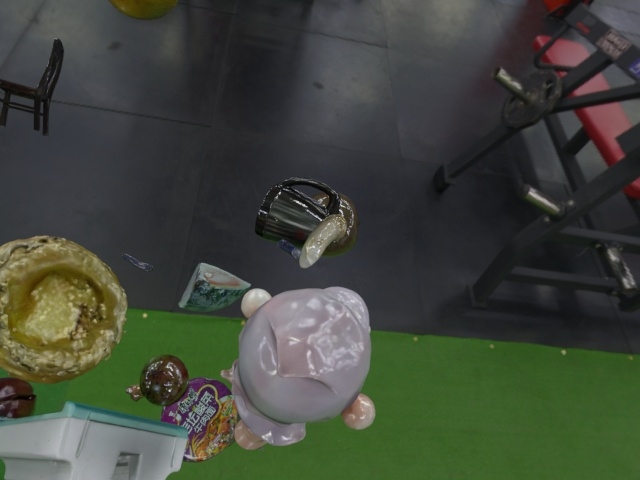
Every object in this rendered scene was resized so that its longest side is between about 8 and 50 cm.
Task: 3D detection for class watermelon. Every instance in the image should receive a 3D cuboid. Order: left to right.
[{"bbox_3d":[-0.425,0.172,1.742,0.290,0.319,0.213,-8,63,-23],"label":"watermelon"}]

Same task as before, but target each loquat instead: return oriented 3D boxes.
[{"bbox_3d":[-0.514,-0.729,1.167,0.246,0.213,0.213,16,46,-49],"label":"loquat"}]

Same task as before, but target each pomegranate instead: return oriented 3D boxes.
[{"bbox_3d":[-0.370,0.334,1.006,0.131,0.130,0.130,7,56,-10],"label":"pomegranate"}]

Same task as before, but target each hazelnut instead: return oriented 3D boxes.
[{"bbox_3d":[-1.075,0.571,1.426,0.218,0.218,0.233,24,73,1],"label":"hazelnut"}]

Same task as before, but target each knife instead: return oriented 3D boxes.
[{"bbox_3d":[-0.678,0.081,1.592,0.121,0.018,0.031,37,64,-28],"label":"knife"}]

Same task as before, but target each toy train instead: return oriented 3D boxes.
[{"bbox_3d":[-0.054,0.011,0.714,0.017,0.083,0.017,41,83,-25],"label":"toy train"}]

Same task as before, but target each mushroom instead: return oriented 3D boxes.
[{"bbox_3d":[0.000,0.000,1.099,0.071,0.085,0.209,62,34,-14],"label":"mushroom"}]

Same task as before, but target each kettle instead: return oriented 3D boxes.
[{"bbox_3d":[-0.060,-0.079,1.527,0.272,0.207,0.250,23,81,8],"label":"kettle"}]

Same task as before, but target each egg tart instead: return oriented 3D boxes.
[{"bbox_3d":[-0.505,0.128,0.796,0.119,0.288,0.287,-16,52,26],"label":"egg tart"}]

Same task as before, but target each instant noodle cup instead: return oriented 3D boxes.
[{"bbox_3d":[-0.372,0.593,1.421,0.252,0.190,0.250,-2,65,5],"label":"instant noodle cup"}]

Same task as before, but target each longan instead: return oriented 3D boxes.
[{"bbox_3d":[0.041,-0.075,1.940,0.320,0.318,0.318,7,56,-10],"label":"longan"}]

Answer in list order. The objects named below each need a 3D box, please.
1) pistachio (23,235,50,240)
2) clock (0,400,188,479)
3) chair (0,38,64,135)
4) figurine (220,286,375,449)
[{"bbox_3d":[-1.011,0.081,1.515,0.157,0.229,0.157,32,30,-21],"label":"pistachio"},{"bbox_3d":[-0.408,0.372,0.750,0.232,0.262,0.116,-15,53,22],"label":"clock"},{"bbox_3d":[-0.637,-0.347,0.934,0.102,0.084,0.212,10,91,-20],"label":"chair"},{"bbox_3d":[-0.036,0.150,0.481,0.200,0.275,0.133,44,49,14],"label":"figurine"}]
